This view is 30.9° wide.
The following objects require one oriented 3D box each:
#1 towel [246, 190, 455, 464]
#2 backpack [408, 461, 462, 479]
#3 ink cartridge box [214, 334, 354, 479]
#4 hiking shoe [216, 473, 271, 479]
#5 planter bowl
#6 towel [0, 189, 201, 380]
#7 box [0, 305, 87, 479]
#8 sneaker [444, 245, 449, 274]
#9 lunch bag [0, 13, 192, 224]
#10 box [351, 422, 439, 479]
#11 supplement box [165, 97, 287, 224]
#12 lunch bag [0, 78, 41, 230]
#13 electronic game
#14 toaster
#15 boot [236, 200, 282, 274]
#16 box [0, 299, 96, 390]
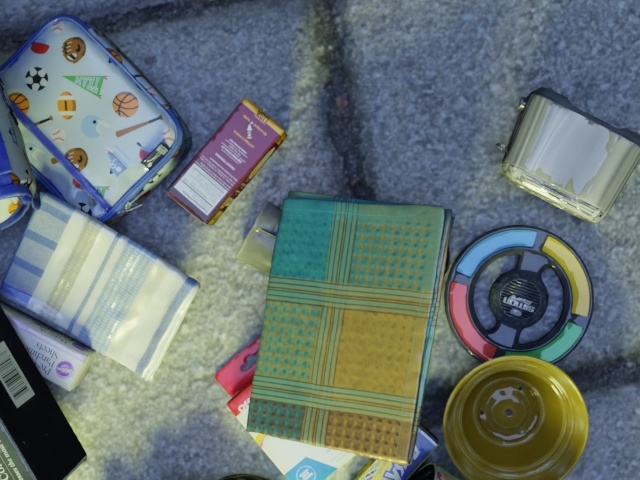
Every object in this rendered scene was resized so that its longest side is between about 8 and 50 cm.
[{"bbox_3d":[0.039,0.120,1.690,0.272,0.040,0.370,8,87,24],"label":"towel"},{"bbox_3d":[0.149,0.462,1.696,0.191,0.225,0.253,28,97,1],"label":"backpack"},{"bbox_3d":[-0.049,0.259,1.782,0.134,0.078,0.231,-41,88,1],"label":"ink cartridge box"},{"bbox_3d":[-0.173,0.411,1.767,0.227,0.114,0.086,-7,90,2],"label":"hiking shoe"},{"bbox_3d":[0.291,0.271,1.760,0.217,0.090,0.217,0,97,2],"label":"planter bowl"},{"bbox_3d":[-0.340,0.074,1.768,0.285,0.034,0.209,31,118,-1],"label":"towel"},{"bbox_3d":[-0.581,0.271,1.710,0.313,0.179,0.343,-29,95,12],"label":"box"},{"bbox_3d":[0.143,0.068,1.752,0.087,0.130,0.227,21,89,0],"label":"sneaker"},{"bbox_3d":[-0.361,-0.173,1.778,0.243,0.115,0.303,-43,88,3],"label":"lunch bag"},{"bbox_3d":[0.106,0.352,1.789,0.059,0.054,0.169,42,90,1],"label":"box"},{"bbox_3d":[-0.141,-0.119,1.772,0.081,0.104,0.188,40,92,1],"label":"supplement box"},{"bbox_3d":[-0.556,-0.154,1.641,0.239,0.385,0.327,-16,84,-41],"label":"lunch bag"},{"bbox_3d":[0.306,0.090,1.786,0.229,0.048,0.229,0,90,1],"label":"electronic game"},{"bbox_3d":[0.382,-0.122,1.747,0.227,0.129,0.146,27,95,0],"label":"toaster"},{"bbox_3d":[0.000,-0.001,1.792,0.209,0.076,0.189,33,89,8],"label":"boot"},{"bbox_3d":[-0.509,0.128,1.804,0.324,0.063,0.067,29,93,2],"label":"box"}]
